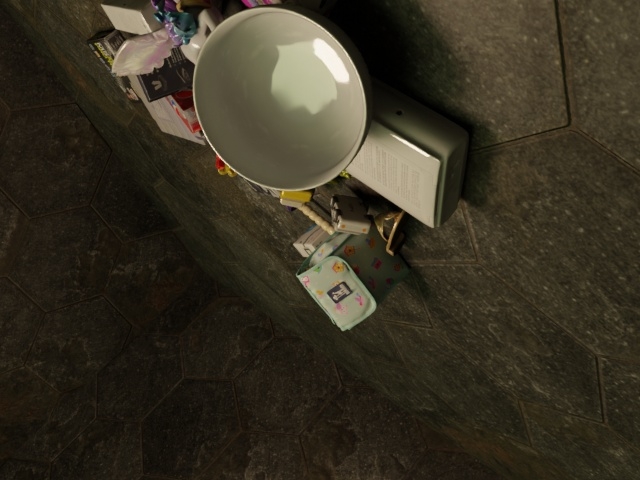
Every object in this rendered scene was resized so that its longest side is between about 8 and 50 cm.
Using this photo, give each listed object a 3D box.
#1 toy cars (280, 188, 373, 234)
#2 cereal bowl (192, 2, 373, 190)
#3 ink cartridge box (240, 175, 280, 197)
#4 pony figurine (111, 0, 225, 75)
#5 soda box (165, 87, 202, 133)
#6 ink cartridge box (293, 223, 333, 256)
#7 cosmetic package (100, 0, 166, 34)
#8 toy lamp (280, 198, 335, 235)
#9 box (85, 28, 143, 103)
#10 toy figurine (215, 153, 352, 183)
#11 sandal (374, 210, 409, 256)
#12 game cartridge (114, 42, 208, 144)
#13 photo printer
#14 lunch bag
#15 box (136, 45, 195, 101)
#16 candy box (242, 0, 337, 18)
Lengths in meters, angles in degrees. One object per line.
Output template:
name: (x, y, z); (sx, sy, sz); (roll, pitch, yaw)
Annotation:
toy cars: (0.000, -0.094, 1.732); (0.394, 0.176, 0.087); (31, 118, 36)
cereal bowl: (-0.056, -0.269, 1.210); (0.339, 0.141, 0.339); (9, 117, 18)
ink cartridge box: (-0.204, -0.217, 2.002); (0.165, 0.065, 0.333); (45, 171, -21)
pony figurine: (-0.263, -0.435, 1.395); (0.363, 0.303, 0.351); (48, 153, 5)
soda box: (-0.393, -0.419, 1.888); (0.263, 0.092, 0.083); (50, 164, 42)
ink cartridge box: (0.000, 0.000, 2.057); (0.060, 0.104, 0.180); (52, 160, -17)
cosmetic package: (-0.471, -0.612, 1.717); (0.231, 0.117, 0.085); (26, 154, 41)
toy lamp: (-0.013, -0.074, 1.974); (0.275, 0.080, 0.080); (38, 161, 10)
box: (-0.685, -0.604, 2.276); (0.216, 0.060, 0.270); (20, 150, 52)
toy figurine: (-0.079, -0.269, 1.619); (0.363, 0.217, 0.191); (5, 169, -36)
sandal: (0.170, -0.032, 1.650); (0.079, 0.088, 0.240); (33, 164, 16)
game cartridge: (-0.510, -0.478, 2.129); (0.230, 0.068, 0.355); (25, 154, 32)
photo printer: (0.147, -0.189, 1.326); (0.307, 0.107, 0.256); (36, 159, 25)
lunch bag: (0.085, 0.093, 1.825); (0.223, 0.262, 0.160); (51, 161, -16)
box: (-0.424, -0.477, 1.764); (0.156, 0.158, 0.093); (69, 167, -12)
candy box: (-0.052, -0.467, 1.207); (0.159, 0.071, 0.233); (46, 163, -5)
